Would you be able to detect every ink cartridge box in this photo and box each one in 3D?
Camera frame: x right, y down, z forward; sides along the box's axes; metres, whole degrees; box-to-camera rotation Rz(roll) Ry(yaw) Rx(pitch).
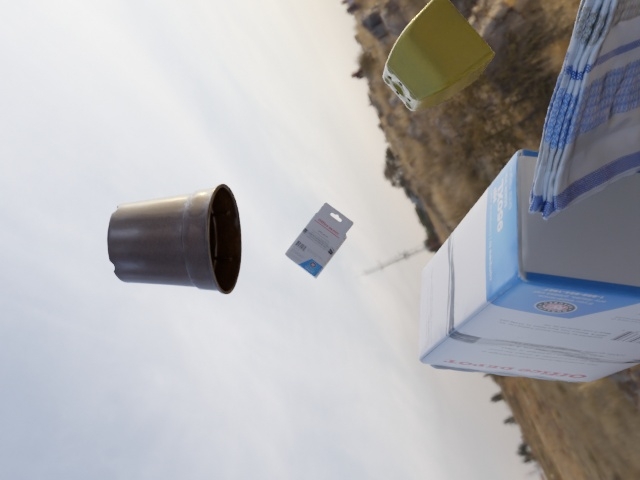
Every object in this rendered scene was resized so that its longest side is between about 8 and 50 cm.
[{"bbox_3d":[0.000,0.000,0.848,0.048,0.083,0.028,37,175,10],"label":"ink cartridge box"},{"bbox_3d":[0.318,0.062,0.903,0.395,0.285,0.166,111,166,-66],"label":"ink cartridge box"}]

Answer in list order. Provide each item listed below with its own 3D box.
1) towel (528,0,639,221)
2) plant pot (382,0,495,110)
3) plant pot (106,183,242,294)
[{"bbox_3d":[0.286,-0.168,0.615,0.034,0.209,0.285,36,137,38],"label":"towel"},{"bbox_3d":[0.109,-0.178,0.681,0.081,0.083,0.081,51,178,4],"label":"plant pot"},{"bbox_3d":[-0.220,0.001,1.028,0.167,0.165,0.167,-2,-90,-81],"label":"plant pot"}]
